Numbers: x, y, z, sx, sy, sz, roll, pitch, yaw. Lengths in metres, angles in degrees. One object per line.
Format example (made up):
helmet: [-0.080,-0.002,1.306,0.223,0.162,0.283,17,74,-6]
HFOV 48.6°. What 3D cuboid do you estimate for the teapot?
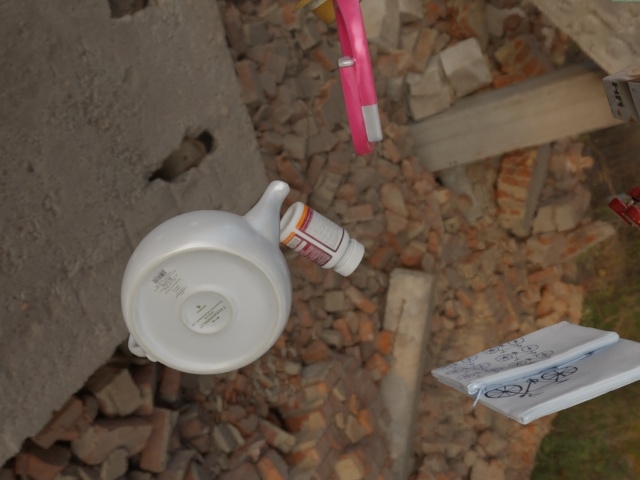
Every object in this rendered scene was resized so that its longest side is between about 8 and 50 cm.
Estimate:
teapot: [-0.165,0.058,1.029,0.187,0.255,0.253,-105,-167,-61]

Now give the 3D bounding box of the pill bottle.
pill bottle: [0.000,0.000,1.895,0.221,0.121,0.121,32,46,-17]

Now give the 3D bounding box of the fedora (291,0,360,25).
fedora: [0.029,-0.494,1.442,0.079,0.194,0.194,53,35,-17]

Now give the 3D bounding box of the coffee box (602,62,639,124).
coffee box: [0.688,-0.295,1.400,0.246,0.141,0.098,-105,172,-73]

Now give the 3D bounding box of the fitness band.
fitness band: [0.062,-0.286,1.235,0.209,0.054,0.291,-94,174,-51]

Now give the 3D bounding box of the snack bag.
snack bag: [0.400,0.220,1.249,0.342,0.323,0.037,-173,-113,-77]

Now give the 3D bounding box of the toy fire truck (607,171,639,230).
toy fire truck: [1.019,-0.069,2.089,0.254,0.169,0.302,41,12,-8]
